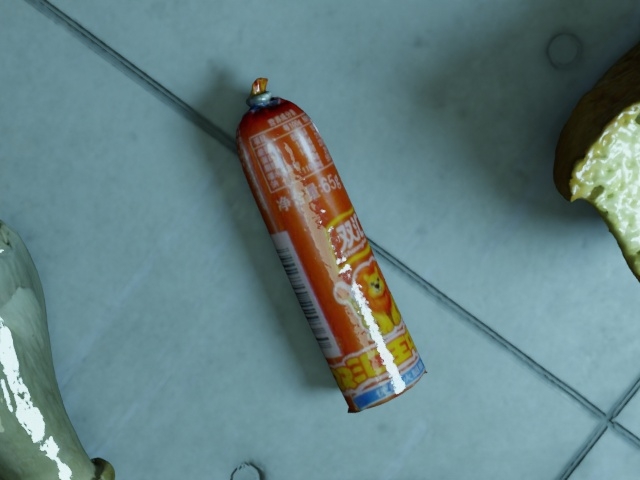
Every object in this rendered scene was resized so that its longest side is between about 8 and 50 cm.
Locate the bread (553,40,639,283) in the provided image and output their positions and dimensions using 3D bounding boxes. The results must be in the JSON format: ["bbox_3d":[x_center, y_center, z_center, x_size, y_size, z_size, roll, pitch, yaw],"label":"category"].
[{"bbox_3d":[0.330,-0.096,0.891,0.340,0.179,0.194,-35,100,0],"label":"bread"}]

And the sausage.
[{"bbox_3d":[0.000,0.000,0.945,0.074,0.074,0.274,-24,97,1],"label":"sausage"}]

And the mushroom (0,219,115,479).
[{"bbox_3d":[-0.251,0.113,0.940,0.096,0.108,0.247,-15,98,41],"label":"mushroom"}]
